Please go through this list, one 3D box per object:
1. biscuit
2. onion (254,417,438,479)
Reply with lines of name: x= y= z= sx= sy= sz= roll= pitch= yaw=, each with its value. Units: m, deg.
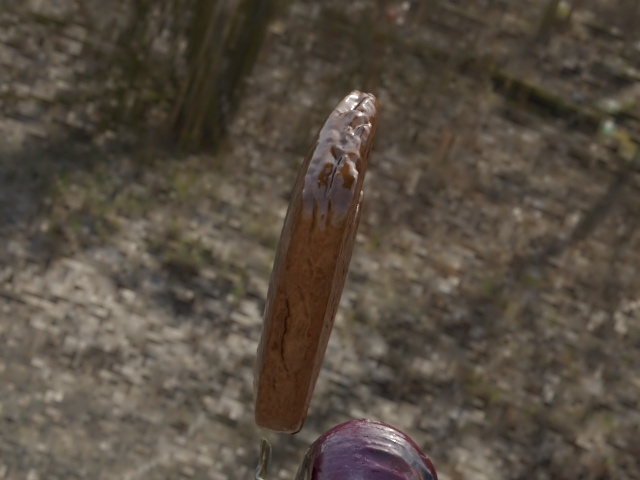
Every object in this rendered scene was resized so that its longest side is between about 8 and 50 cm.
biscuit: x=-0.001 y=0.000 z=0.904 sx=0.036 sy=0.192 sz=0.186 roll=15 pitch=41 yaw=3
onion: x=0.028 y=0.244 z=1.444 sx=0.153 sy=0.177 sz=0.177 roll=-10 pitch=24 yaw=-17
